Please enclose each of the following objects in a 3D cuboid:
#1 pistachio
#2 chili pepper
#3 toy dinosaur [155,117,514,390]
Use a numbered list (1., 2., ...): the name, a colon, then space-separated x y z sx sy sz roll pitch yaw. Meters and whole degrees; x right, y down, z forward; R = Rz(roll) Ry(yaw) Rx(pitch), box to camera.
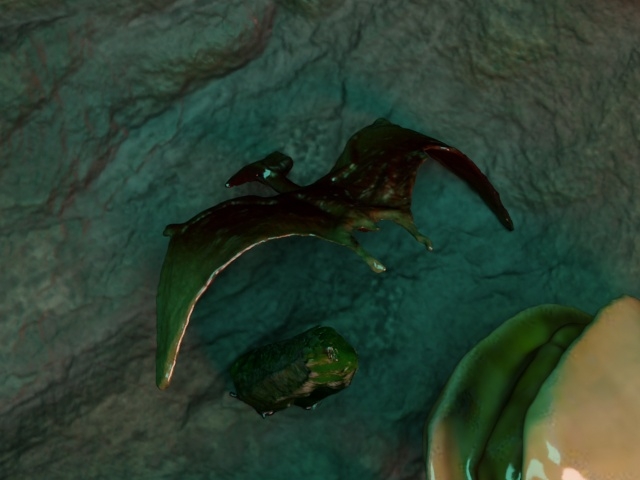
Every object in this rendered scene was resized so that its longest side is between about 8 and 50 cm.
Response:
1. pistachio: 0.210 0.161 1.334 0.321 0.229 0.238 -8 84 -49
2. chili pepper: -0.016 0.098 1.350 0.088 0.227 0.059 -8 82 -11
3. toy dinosaur: 0.001 0.005 1.391 0.206 0.327 0.113 8 123 26
